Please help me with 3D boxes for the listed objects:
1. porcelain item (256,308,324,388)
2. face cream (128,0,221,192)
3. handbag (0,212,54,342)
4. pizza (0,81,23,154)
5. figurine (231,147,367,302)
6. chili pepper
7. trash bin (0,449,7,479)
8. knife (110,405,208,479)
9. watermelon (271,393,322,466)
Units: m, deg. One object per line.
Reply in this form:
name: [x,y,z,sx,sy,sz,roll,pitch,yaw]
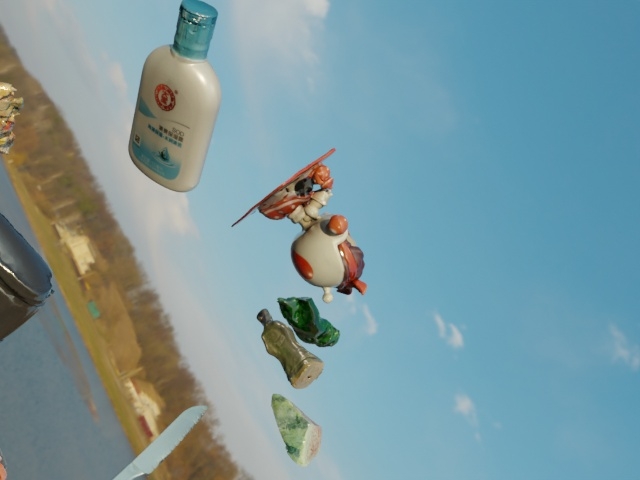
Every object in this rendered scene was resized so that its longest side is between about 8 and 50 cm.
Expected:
porcelain item: [-0.086,0.237,1.436,0.069,0.081,0.215,23,17,-52]
face cream: [-0.248,-0.250,1.111,0.163,0.080,0.337,35,-52,13]
handbag: [-0.373,0.014,0.457,0.275,0.244,0.088,52,-5,-17]
pizza: [-0.647,-0.221,1.217,0.195,0.185,0.052,86,-13,-65]
figurine: [0.000,0.000,1.068,0.226,0.160,0.183,54,-40,-3]
chili pepper: [-0.029,0.190,1.476,0.224,0.098,0.061,50,33,-49]
trash bin: [-0.601,0.387,0.951,0.239,0.161,0.185,-91,172,-66]
knife: [-0.306,0.386,1.087,0.044,0.313,0.019,29,-44,19]
watermelon: [-0.053,0.440,1.511,0.180,0.081,0.094,58,16,0]
